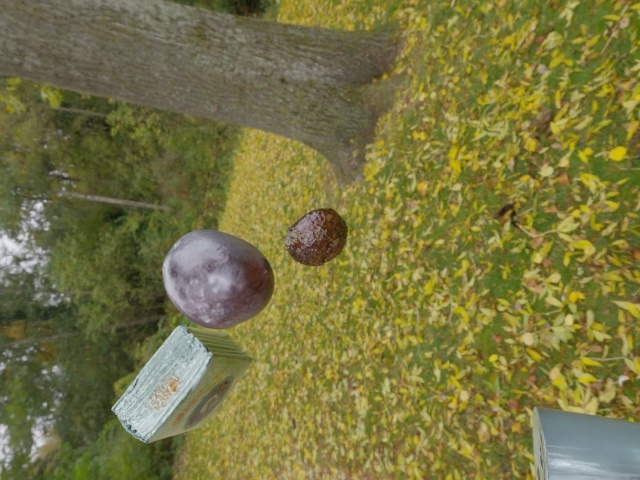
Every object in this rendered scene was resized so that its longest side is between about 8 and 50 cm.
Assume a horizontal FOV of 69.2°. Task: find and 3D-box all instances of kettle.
[{"bbox_3d":[0.478,0.378,0.743,0.160,0.243,0.211,-65,-31,-54],"label":"kettle"}]

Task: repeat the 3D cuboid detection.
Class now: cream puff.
[{"bbox_3d":[0.000,0.000,0.981,0.084,0.149,0.149,61,142,30],"label":"cream puff"}]

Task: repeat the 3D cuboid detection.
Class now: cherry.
[{"bbox_3d":[-0.201,0.077,0.920,0.266,0.213,0.184,-17,47,41],"label":"cherry"}]

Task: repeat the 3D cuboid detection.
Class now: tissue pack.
[{"bbox_3d":[-0.373,0.410,1.352,0.287,0.162,0.388,-53,-16,-7],"label":"tissue pack"}]
